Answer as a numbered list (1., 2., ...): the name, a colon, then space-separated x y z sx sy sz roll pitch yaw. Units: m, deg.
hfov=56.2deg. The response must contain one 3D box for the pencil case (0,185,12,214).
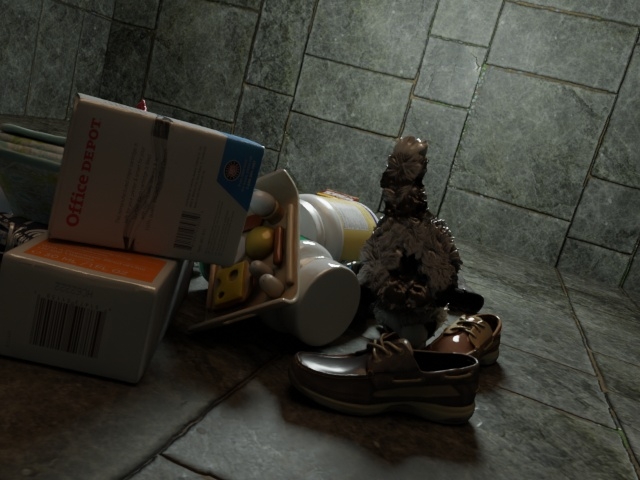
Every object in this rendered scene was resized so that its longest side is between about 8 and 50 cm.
1. pencil case: -0.839 -0.142 1.580 0.124 0.114 0.273 -8 20 -17

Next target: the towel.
1. towel: -0.539 -0.098 1.357 0.374 0.321 0.090 15 56 -1

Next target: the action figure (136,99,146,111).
1. action figure: -0.488 -0.187 1.590 0.275 0.371 0.248 13 6 20

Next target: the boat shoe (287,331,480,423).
1. boat shoe: 0.118 0.223 1.049 0.355 0.130 0.132 11 12 -19

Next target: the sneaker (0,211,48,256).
1. sneaker: -0.594 0.012 1.203 0.153 0.099 0.282 15 4 -23

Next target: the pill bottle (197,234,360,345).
1. pill bottle: -0.095 0.073 1.295 0.204 0.204 0.361 4 16 -44

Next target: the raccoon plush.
1. raccoon plush: 0.228 0.028 1.366 0.216 0.447 0.299 13 -15 16

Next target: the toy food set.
1. toy food set: -0.155 0.019 1.164 0.219 0.306 0.092 -20 -40 24

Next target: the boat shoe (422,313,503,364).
1. boat shoe: 0.321 0.222 1.343 0.123 0.117 0.324 22 13 30

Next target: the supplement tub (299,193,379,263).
1. supplement tub: 0.000 0.000 1.636 0.241 0.241 0.331 23 11 32

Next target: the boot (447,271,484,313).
1. boot: 0.324 0.122 1.848 0.337 0.118 0.223 8 18 -14

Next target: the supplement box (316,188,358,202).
1. supplement box: 0.042 -0.069 2.158 0.129 0.194 0.191 17 12 8

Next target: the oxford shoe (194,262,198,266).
1. oxford shoe: -0.376 -0.144 1.473 0.169 0.130 0.450 -33 89 -44

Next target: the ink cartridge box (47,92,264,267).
1. ink cartridge box: -0.280 -0.099 1.023 0.307 0.223 0.129 12 12 -27

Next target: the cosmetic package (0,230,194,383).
1. cosmetic package: -0.371 0.068 1.084 0.229 0.162 0.453 14 11 -7

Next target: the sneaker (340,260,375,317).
1. sneaker: 0.075 0.123 1.470 0.139 0.125 0.341 8 -10 24
